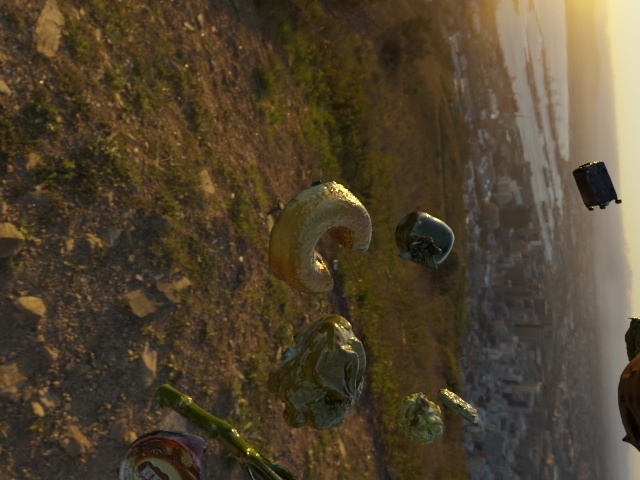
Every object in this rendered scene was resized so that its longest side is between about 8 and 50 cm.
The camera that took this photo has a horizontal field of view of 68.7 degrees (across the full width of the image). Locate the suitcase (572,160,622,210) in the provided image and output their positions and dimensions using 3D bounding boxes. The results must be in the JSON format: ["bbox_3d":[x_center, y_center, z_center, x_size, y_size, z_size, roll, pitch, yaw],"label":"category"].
[{"bbox_3d":[0.720,-0.144,1.226,0.086,0.059,0.126,14,55,-87],"label":"suitcase"}]

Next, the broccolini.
[{"bbox_3d":[-0.135,0.333,0.713,0.074,0.392,0.079,-52,137,-27],"label":"broccolini"}]

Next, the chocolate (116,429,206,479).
[{"bbox_3d":[-0.360,0.531,1.135,0.147,0.221,0.221,-59,142,-83],"label":"chocolate"}]

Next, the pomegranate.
[{"bbox_3d":[0.259,0.009,1.174,0.131,0.152,0.191,-61,-177,23],"label":"pomegranate"}]

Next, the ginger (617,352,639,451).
[{"bbox_3d":[0.577,0.230,0.661,0.223,0.269,0.200,127,-38,-79],"label":"ginger"}]

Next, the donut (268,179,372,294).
[{"bbox_3d":[0.000,0.000,1.727,0.435,0.163,0.377,-47,139,-2],"label":"donut"}]

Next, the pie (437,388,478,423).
[{"bbox_3d":[0.236,0.281,0.802,0.020,0.084,0.084,-57,143,1],"label":"pie"}]

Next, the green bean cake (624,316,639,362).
[{"bbox_3d":[0.808,0.272,0.980,0.156,0.250,0.247,-3,80,-25],"label":"green bean cake"}]

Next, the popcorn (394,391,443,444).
[{"bbox_3d":[0.281,0.519,1.357,0.162,0.135,0.141,14,53,-55],"label":"popcorn"}]

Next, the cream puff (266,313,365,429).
[{"bbox_3d":[0.028,0.390,1.376,0.270,0.274,0.323,41,48,-8],"label":"cream puff"}]
